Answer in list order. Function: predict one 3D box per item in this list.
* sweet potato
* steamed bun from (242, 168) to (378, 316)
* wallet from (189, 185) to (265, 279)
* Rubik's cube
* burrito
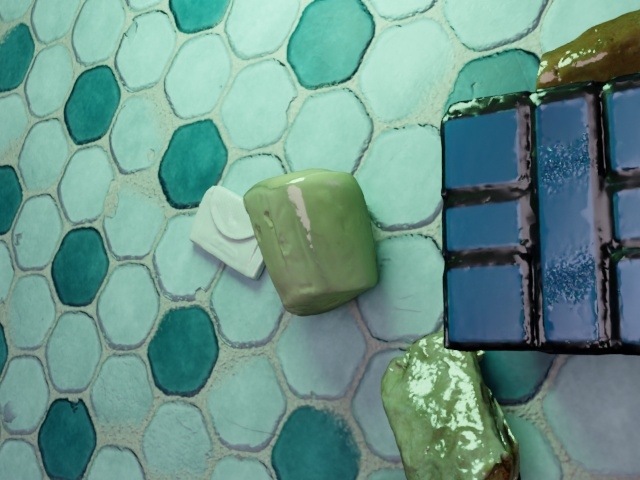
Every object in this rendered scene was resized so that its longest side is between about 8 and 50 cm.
[{"bbox_3d":[0.383,-0.244,0.911,0.252,0.097,0.097,-27,70,27],"label":"sweet potato"},{"bbox_3d":[0.000,0.000,1.083,0.200,0.171,0.225,-13,93,60],"label":"steamed bun"},{"bbox_3d":[-0.156,-0.018,1.237,0.183,0.032,0.124,29,100,30],"label":"wallet"},{"bbox_3d":[0.318,-0.011,0.799,0.284,0.294,0.288,-5,79,31],"label":"Rubik's cube"},{"bbox_3d":[0.169,0.265,0.901,0.175,0.107,0.347,-41,35,30],"label":"burrito"}]
